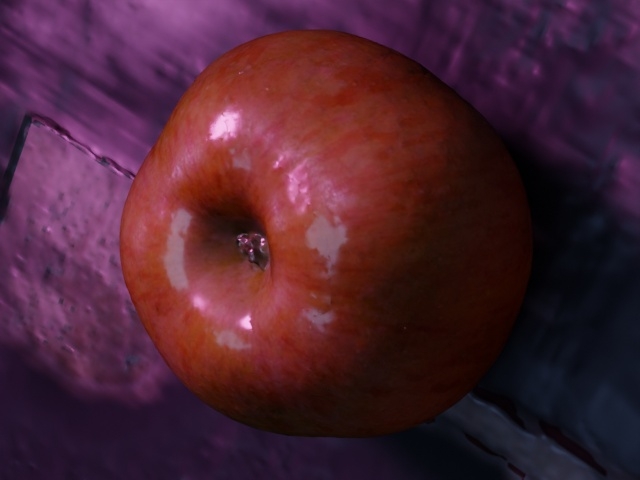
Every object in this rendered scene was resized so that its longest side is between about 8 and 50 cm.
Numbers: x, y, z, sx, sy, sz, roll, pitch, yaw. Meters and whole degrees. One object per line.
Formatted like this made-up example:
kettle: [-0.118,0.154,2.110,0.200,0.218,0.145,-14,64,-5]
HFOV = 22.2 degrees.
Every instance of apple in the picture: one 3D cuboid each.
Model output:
apple: [0.000,0.003,0.487,0.126,0.102,0.126,8,106,30]
